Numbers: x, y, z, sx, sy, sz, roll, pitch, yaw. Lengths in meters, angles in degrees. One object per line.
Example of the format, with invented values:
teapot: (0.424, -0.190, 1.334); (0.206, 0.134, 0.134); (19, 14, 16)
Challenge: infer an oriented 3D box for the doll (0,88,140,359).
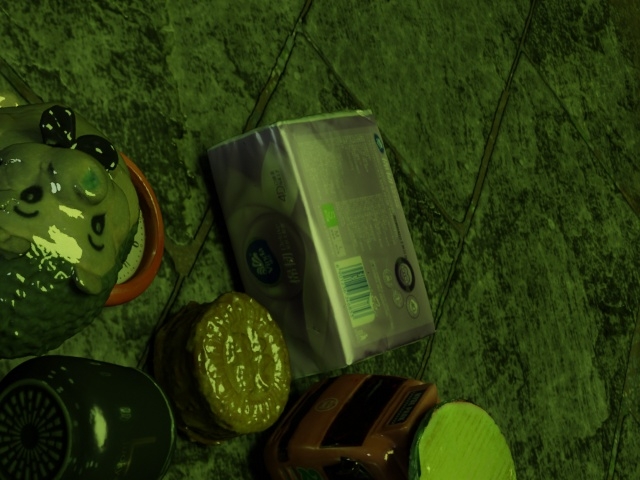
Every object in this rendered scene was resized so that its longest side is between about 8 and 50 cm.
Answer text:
doll: (-0.294, -0.023, 1.576); (0.247, 0.247, 0.349); (52, 14, -26)

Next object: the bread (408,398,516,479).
bread: (0.174, 0.307, 1.912); (0.228, 0.033, 0.229); (24, 59, -47)

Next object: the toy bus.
toy bus: (0.116, 0.382, 2.026); (0.427, 0.233, 0.203); (61, 38, -17)

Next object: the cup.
cup: (-0.258, 0.233, 1.666); (0.176, 0.169, 0.223); (5, 89, -60)

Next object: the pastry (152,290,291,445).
pastry: (-0.119, 0.157, 1.916); (0.188, 0.103, 0.189); (26, 56, -46)

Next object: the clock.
clock: (-0.267, -0.021, 1.836); (0.205, 0.051, 0.205); (25, 56, -43)

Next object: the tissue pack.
tissue pack: (0.000, 0.000, 2.092); (0.242, 0.160, 0.338); (-12, 85, -55)
